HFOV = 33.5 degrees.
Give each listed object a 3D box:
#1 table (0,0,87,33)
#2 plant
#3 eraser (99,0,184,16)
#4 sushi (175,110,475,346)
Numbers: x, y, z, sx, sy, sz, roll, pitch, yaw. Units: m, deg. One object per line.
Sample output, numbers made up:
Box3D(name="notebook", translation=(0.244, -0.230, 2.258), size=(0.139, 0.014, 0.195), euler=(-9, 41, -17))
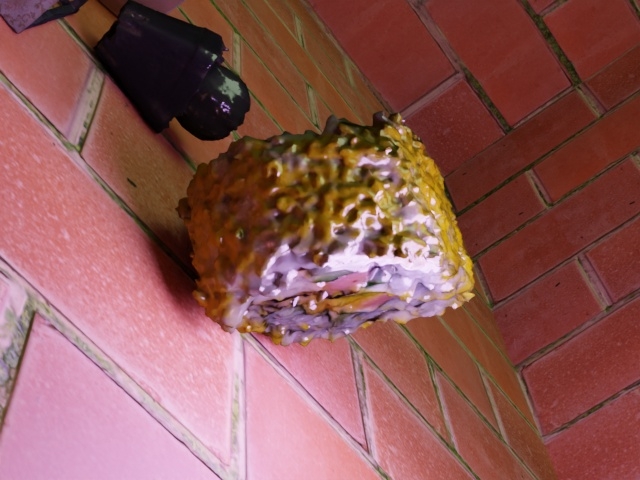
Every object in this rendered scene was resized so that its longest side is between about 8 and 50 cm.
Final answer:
Box3D(name="table", translation=(-0.326, -0.488, 1.471), size=(0.222, 0.335, 0.272), euler=(53, 13, -11))
Box3D(name="plant", translation=(-0.225, -0.261, 1.663), size=(0.256, 0.164, 0.142), euler=(40, 17, -14))
Box3D(name="eraser", translation=(-0.363, -0.494, 1.755), size=(0.343, 0.144, 0.078), euler=(40, 24, -49))
Box3D(name="sushi", translation=(0.000, 0.000, 1.436), size=(0.396, 0.351, 0.240), euler=(35, 40, -65))
